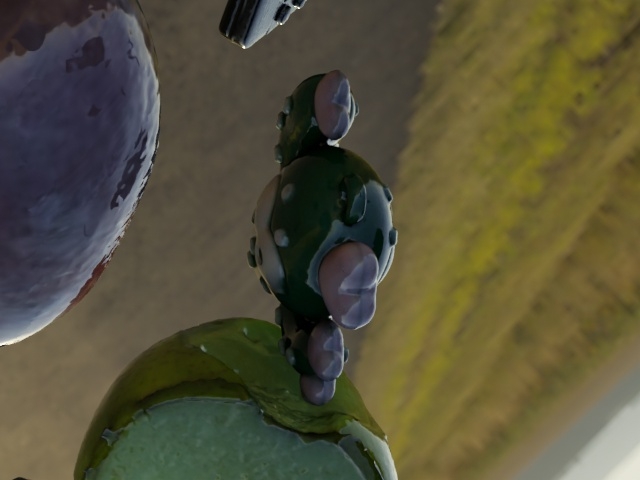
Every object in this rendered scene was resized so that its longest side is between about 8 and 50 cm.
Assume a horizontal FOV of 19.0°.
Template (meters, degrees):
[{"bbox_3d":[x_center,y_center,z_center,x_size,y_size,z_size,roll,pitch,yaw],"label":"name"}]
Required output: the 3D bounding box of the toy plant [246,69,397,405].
[{"bbox_3d":[0.000,-0.005,1.548,0.112,0.232,0.243,-1,144,-15],"label":"toy plant"}]

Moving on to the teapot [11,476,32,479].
[{"bbox_3d":[-0.215,0.220,1.479,0.063,0.083,0.049,-40,172,-6],"label":"teapot"}]

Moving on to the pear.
[{"bbox_3d":[-0.047,0.164,1.639,0.159,0.292,0.292,-61,168,16],"label":"pear"}]

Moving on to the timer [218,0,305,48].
[{"bbox_3d":[-0.027,-0.272,1.776,0.187,0.055,0.144,-47,164,-51],"label":"timer"}]

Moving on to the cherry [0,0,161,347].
[{"bbox_3d":[-0.200,-0.074,1.012,0.213,0.236,0.285,-44,138,-37],"label":"cherry"}]
